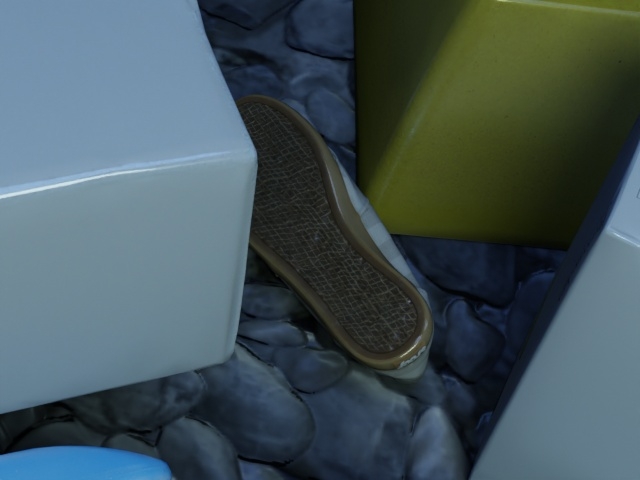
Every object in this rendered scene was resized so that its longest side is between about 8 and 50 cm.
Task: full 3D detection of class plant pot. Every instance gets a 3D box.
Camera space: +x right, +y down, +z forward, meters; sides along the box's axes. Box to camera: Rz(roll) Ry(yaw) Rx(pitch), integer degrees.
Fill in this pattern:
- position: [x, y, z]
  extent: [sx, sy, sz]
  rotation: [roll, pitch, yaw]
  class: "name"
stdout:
- position: [0.141, -0.135, 0.940]
  extent: [0.212, 0.187, 0.212]
  rotation: [5, 55, -7]
  class: "plant pot"

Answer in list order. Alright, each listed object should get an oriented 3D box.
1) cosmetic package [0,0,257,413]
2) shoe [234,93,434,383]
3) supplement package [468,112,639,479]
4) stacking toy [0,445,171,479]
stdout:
- position: [-0.279, -0.029, 0.654]
  extent: [0.453, 0.161, 0.230]
  rotation: [-11, 53, -17]
  class: "cosmetic package"
- position: [0.000, 0.000, 0.905]
  extent: [0.076, 0.058, 0.219]
  rotation: [-36, 61, 4]
  class: "shoe"
- position: [0.219, 0.058, 0.776]
  extent: [0.204, 0.262, 0.145]
  rotation: [24, 54, 6]
  class: "supplement package"
- position: [-0.123, 0.258, 0.655]
  extent: [0.175, 0.166, 0.302]
  rotation: [-10, 69, -34]
  class: "stacking toy"
